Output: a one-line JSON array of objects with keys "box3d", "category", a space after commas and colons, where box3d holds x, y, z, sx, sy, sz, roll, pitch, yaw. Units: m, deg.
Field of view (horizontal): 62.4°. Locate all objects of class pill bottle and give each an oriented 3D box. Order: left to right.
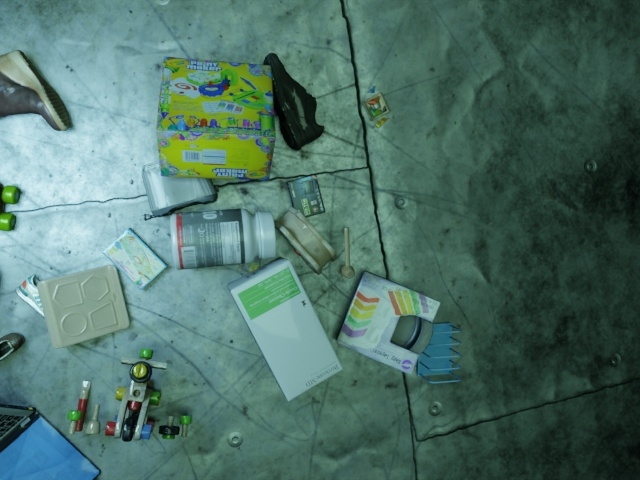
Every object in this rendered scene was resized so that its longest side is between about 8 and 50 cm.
[{"box3d": [-0.276, -0.008, 1.510, 0.282, 0.161, 0.162, -5, 94, -12], "category": "pill bottle"}]

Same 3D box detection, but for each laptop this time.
[{"box3d": [-0.895, 0.656, 1.394, 0.382, 0.408, 0.236, -42, 66, -7], "category": "laptop"}]

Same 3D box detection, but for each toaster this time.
[{"box3d": [-0.409, -0.155, 1.494, 0.226, 0.129, 0.147, -17, 93, -8], "category": "toaster"}]

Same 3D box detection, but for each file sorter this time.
[{"box3d": [0.384, 0.360, 1.693, 0.118, 0.104, 0.171, -1, 93, -12], "category": "file sorter"}]

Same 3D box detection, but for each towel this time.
[{"box3d": [-0.210, 0.060, 1.604, 0.060, 0.009, 0.083, 18, 90, -11], "category": "towel"}]

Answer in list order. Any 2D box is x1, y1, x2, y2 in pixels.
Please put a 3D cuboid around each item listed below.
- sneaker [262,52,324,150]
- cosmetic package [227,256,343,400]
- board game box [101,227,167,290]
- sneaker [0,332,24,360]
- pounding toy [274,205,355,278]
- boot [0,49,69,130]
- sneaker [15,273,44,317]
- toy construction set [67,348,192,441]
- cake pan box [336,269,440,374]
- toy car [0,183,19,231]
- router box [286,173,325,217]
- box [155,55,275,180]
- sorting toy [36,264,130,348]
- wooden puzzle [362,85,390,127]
[{"box3d": [-0.083, -0.418, 1.567, 0.130, 0.109, 0.287, -27, 105, -18], "category": "sneaker"}, {"box3d": [-0.106, 0.254, 1.561, 0.196, 0.155, 0.366, -29, 99, -12], "category": "cosmetic package"}, {"box3d": [-0.536, 0.054, 1.529, 0.103, 0.026, 0.154, -43, 100, -6], "category": "board game box"}, {"box3d": [-0.913, 0.317, 1.446, 0.188, 0.071, 0.066, -36, 99, -8], "category": "sneaker"}, {"box3d": [0.000, 0.000, 1.569, 0.155, 0.154, 0.269, -43, 99, -6], "category": "pounding toy"}, {"box3d": [-0.829, -0.364, 1.433, 0.206, 0.090, 0.249, -32, 100, 4], "category": "boot"}, {"box3d": [-0.763, 0.161, 1.474, 0.161, 0.057, 0.075, 42, 91, -8], "category": "sneaker"}, {"box3d": [-0.545, 0.425, 1.484, 0.308, 0.257, 0.238, 0, 74, 11], "category": "toy construction set"}, {"box3d": [0.213, 0.255, 1.638, 0.266, 0.070, 0.246, 24, 91, 6], "category": "cake pan box"}, {"box3d": [-0.900, -0.095, 1.365, 0.154, 0.188, 0.149, 9, 91, -12], "category": "toy car"}, {"box3d": [-0.045, -0.133, 1.611, 0.092, 0.038, 0.123, -16, 96, -9], "category": "router box"}, {"box3d": [-0.277, -0.326, 1.420, 0.289, 0.177, 0.279, 2, 56, -11], "category": "box"}, {"box3d": [-0.664, 0.183, 1.488, 0.208, 0.038, 0.193, -14, 96, -27], "category": "sorting toy"}, {"box3d": [0.177, -0.419, 1.652, 0.078, 0.014, 0.116, -35, 99, -8], "category": "wooden puzzle"}]
